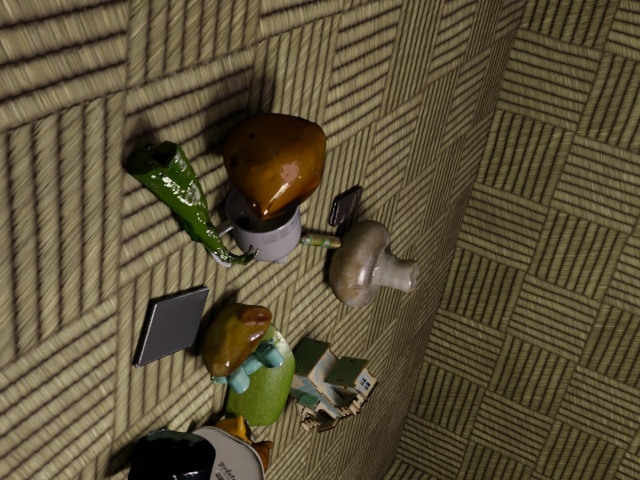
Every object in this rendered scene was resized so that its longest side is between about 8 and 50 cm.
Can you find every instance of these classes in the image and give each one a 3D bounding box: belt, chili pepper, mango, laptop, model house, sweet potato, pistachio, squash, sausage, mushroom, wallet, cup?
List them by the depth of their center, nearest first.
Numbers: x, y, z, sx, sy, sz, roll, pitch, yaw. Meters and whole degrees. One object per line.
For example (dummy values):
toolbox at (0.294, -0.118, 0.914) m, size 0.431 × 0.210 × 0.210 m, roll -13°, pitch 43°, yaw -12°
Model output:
chili pepper at (-0.200, -0.051, 1.303) m, size 0.085 × 0.076 × 0.359 m, roll -31°, pitch 151°, yaw 0°
mango at (-0.072, -0.153, 1.400) m, size 0.136 × 0.166 × 0.236 m, roll -50°, pitch 166°, yaw 33°
laptop at (-0.265, 0.153, 1.453) m, size 0.180 × 0.016 × 0.129 m, roll -15°, pitch 125°, yaw -67°
cup at (-0.111, -0.014, 1.501) m, size 0.173 × 0.134 × 0.142 m, roll -58°, pitch 160°, yaw -29°
belt at (-0.278, 0.423, 1.515) m, size 0.198 × 0.151 × 0.078 m, roll -27°, pitch 132°, yaw -75°
pistachio at (-0.177, 0.193, 1.612) m, size 0.189 × 0.100 × 0.110 m, roll -51°, pitch 175°, yaw -36°
squash at (-0.112, 0.286, 1.864) m, size 0.203 × 0.111 × 0.288 m, roll -24°, pitch 131°, yaw -65°
sweet potato at (-0.189, 0.538, 1.927) m, size 0.359 × 0.112 × 0.112 m, roll -4°, pitch 115°, yaw -68°
sausage at (0.000, 0.000, 1.955) m, size 0.032 × 0.033 × 0.269 m, roll -69°, pitch 161°, yaw 4°
wallet at (0.065, -0.087, 2.056) m, size 0.157 × 0.018 × 0.082 m, roll -32°, pitch 141°, yaw -60°
model house at (-0.012, 0.375, 2.128) m, size 0.271 × 0.206 × 0.178 m, roll -31°, pitch -167°, yaw 51°
mushroom at (0.145, 0.074, 2.133) m, size 0.243 × 0.244 × 0.243 m, roll -53°, pitch 156°, yaw -36°

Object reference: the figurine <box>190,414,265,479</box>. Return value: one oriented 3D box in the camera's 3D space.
figurine at (-0.190, 0.489, 1.776) m, size 0.141 × 0.167 × 0.249 m, roll -65°, pitch 134°, yaw -75°

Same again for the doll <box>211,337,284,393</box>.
doll at (-0.158, 0.260, 1.685) m, size 0.159 × 0.059 × 0.158 m, roll -35°, pitch -167°, yaw -2°
